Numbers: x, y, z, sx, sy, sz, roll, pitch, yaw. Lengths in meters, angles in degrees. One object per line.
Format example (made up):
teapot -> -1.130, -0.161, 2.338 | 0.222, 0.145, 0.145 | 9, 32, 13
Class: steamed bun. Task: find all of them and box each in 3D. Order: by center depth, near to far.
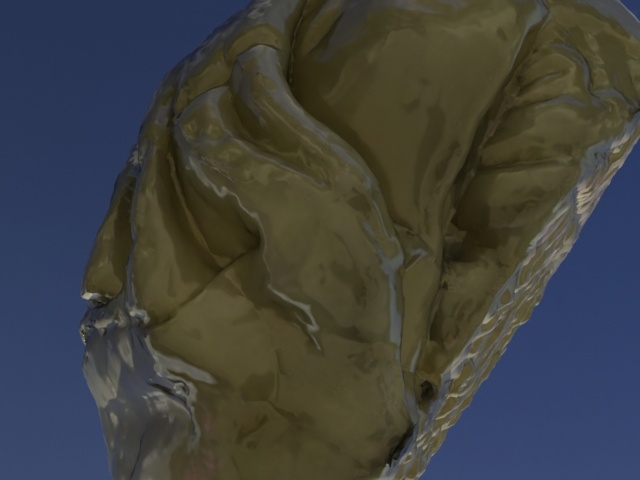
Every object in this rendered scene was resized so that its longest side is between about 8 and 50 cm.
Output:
steamed bun -> 0.000, 0.000, 0.562 | 0.206, 0.275, 0.320 | 36, -117, 15
